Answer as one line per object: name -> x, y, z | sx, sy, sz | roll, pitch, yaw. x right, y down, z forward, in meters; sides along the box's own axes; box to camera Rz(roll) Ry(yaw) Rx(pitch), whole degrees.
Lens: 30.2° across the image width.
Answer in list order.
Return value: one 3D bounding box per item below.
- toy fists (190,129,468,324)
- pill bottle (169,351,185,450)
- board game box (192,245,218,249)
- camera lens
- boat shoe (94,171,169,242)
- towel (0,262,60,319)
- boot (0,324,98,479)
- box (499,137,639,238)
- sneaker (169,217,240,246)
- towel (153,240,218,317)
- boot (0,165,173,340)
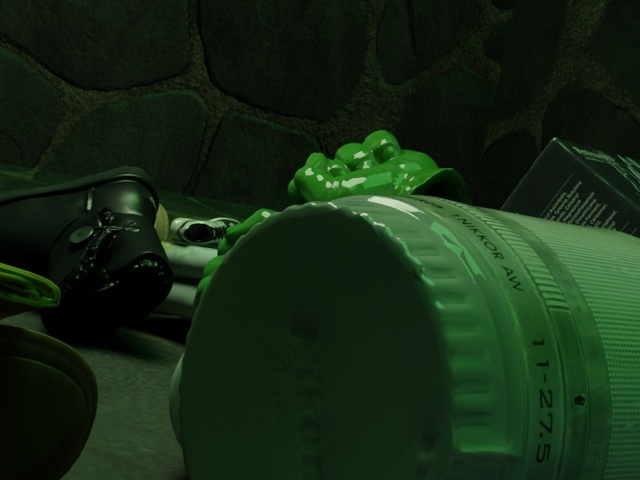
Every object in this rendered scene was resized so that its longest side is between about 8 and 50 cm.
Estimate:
toy fists -> 0.000, 0.000, 1.077 | 0.142, 0.279, 0.096 | 19, -36, 43
pill bottle -> -0.024, 0.102, 0.858 | 0.117, 0.117, 0.215 | 13, 6, 11
board game box -> -0.152, 0.034, 1.841 | 0.126, 0.026, 0.186 | 15, 5, 26
camera lens -> 0.087, 0.091, 0.669 | 0.274, 0.220, 0.219 | 7, 7, -43
boat shoe -> -0.247, -0.010, 1.447 | 0.110, 0.122, 0.341 | 18, -6, -28
towel -> -0.235, 0.035, 0.667 | 0.102, 0.021, 0.237 | 22, -22, -28
boot -> -0.285, 0.084, 0.648 | 0.220, 0.109, 0.283 | 10, 9, 36
box -> 0.383, 0.064, 1.288 | 0.312, 0.179, 0.343 | 45, 23, 30
sneaker -> -0.114, -0.006, 1.237 | 0.083, 0.032, 0.037 | -2, 11, -31
towel -> 0.012, 0.071, 1.289 | 0.374, 0.090, 0.320 | 8, 0, 31
boot -> -0.269, 0.025, 1.176 | 0.246, 0.094, 0.207 | -19, 30, 0
